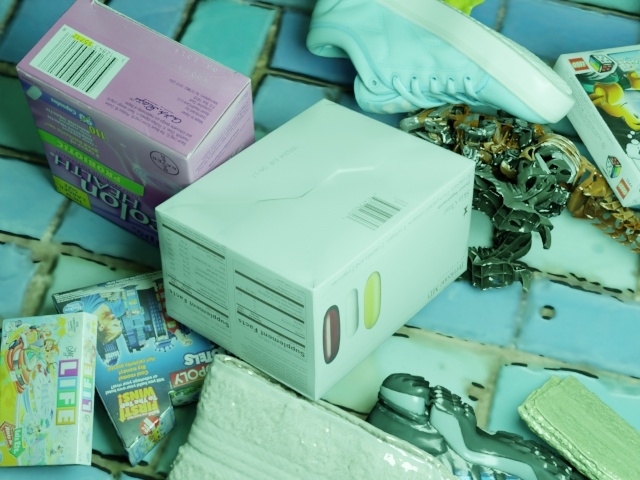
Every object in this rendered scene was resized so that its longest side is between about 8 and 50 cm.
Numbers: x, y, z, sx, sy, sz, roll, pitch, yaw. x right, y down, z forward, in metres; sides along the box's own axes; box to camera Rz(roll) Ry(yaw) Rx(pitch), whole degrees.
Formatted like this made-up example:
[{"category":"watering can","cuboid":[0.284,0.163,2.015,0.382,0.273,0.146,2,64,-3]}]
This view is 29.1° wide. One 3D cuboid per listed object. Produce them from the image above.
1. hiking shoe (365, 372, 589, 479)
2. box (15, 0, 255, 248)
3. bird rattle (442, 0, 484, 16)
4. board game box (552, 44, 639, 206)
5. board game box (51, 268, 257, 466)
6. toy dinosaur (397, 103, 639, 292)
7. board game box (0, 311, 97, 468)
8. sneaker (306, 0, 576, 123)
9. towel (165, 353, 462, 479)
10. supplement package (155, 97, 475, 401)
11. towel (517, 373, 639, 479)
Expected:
[{"category":"hiking shoe","cuboid":[0.170,0.255,1.230,0.304,0.113,0.132,32,96,9]},{"category":"box","cuboid":[-0.188,-0.109,1.332,0.213,0.243,0.117,28,65,14]},{"category":"bird rattle","cuboid":[0.124,-0.389,1.563,0.207,0.143,0.253,-3,57,17]},{"category":"board game box","cuboid":[0.437,-0.147,1.421,0.305,0.053,0.193,-11,57,-22]},{"category":"board game box","cuboid":[-0.170,0.130,1.304,0.194,0.060,0.194,-13,63,-7]},{"category":"toy dinosaur","cuboid":[0.229,-0.066,1.374,0.322,0.164,0.218,13,42,31]},{"category":"board game box","cuboid":[-0.282,0.154,1.267,0.103,0.026,0.154,-7,74,22]},{"category":"sneaker","cuboid":[0.122,-0.189,1.381,0.366,0.135,0.150,39,106,41]},{"category":"towel","cuboid":[-0.014,0.250,1.193,0.282,0.049,0.187,24,100,14]},{"category":"supplement package","cuboid":[0.000,0.000,1.255,0.204,0.145,0.262,27,46,30]},{"category":"towel","cuboid":[0.276,0.200,1.261,0.148,0.027,0.110,39,34,19]}]
